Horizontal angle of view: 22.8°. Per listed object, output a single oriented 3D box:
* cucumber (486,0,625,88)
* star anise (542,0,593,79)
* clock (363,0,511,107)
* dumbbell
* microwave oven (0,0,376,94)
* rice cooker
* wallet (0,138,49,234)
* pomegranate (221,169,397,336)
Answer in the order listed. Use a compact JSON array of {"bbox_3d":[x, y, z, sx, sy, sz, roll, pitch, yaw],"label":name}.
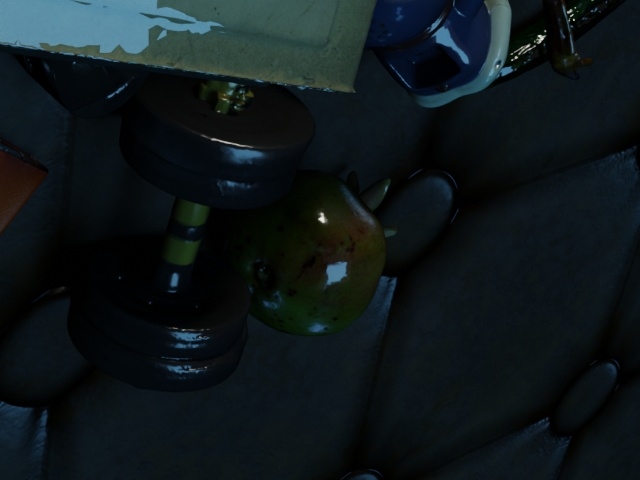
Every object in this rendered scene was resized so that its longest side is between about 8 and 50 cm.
[{"bbox_3d":[0.282,-0.252,1.858,0.284,0.056,0.056,-33,142,-16],"label":"cucumber"},{"bbox_3d":[0.228,-0.307,1.669,0.237,0.148,0.346,-33,132,-18],"label":"star anise"},{"bbox_3d":[0.081,-0.239,1.550,0.243,0.199,0.146,35,53,-45],"label":"clock"},{"bbox_3d":[-0.128,-0.016,1.529,0.185,0.185,0.388,-10,130,-42],"label":"dumbbell"},{"bbox_3d":[-0.158,-0.294,1.116,0.394,0.247,0.333,5,108,-37],"label":"microwave oven"},{"bbox_3d":[-0.209,-0.181,1.356,0.112,0.106,0.165,-39,139,-14],"label":"rice cooker"},{"bbox_3d":[-0.348,-0.011,1.416,0.204,0.045,0.142,-51,147,5],"label":"wallet"},{"bbox_3d":[0.000,0.000,1.700,0.224,0.181,0.181,-35,146,-46],"label":"pomegranate"}]
